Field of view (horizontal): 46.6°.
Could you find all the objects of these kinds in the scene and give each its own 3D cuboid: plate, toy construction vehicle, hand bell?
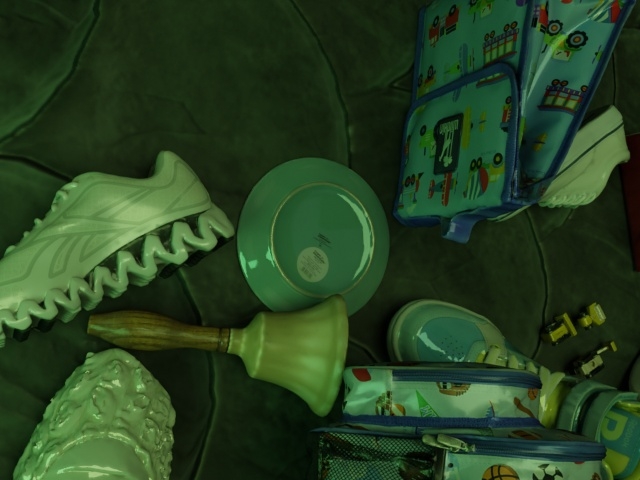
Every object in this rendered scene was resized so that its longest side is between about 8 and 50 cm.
[{"bbox_3d":[0.000,0.000,0.820,0.188,0.024,0.188,2,86,-26],"label":"plate"},{"bbox_3d":[0.338,0.131,0.972,0.098,0.035,0.086,-29,88,-26],"label":"toy construction vehicle"},{"bbox_3d":[-0.106,0.097,0.739,0.242,0.126,0.126,10,83,-12],"label":"hand bell"}]

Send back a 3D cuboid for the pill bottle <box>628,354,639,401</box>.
[{"bbox_3d":[0.561,0.256,0.995,0.283,0.161,0.161,45,70,-16],"label":"pill bottle"}]

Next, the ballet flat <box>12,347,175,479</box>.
[{"bbox_3d":[-0.222,0.298,0.640,0.147,0.147,0.409,26,76,-22],"label":"ballet flat"}]

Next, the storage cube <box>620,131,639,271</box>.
[{"bbox_3d":[0.542,-0.068,0.992,0.215,0.184,0.193,-9,90,-25],"label":"storage cube"}]

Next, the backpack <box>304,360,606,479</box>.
[{"bbox_3d":[0.128,0.218,0.688,0.263,0.276,0.213,8,83,14],"label":"backpack"}]

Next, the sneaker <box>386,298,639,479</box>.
[{"bbox_3d":[0.237,0.167,0.822,0.319,0.208,0.127,34,75,-19],"label":"sneaker"}]

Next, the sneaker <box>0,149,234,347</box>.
[{"bbox_3d":[-0.225,0.009,0.677,0.292,0.110,0.118,-27,91,-32],"label":"sneaker"}]

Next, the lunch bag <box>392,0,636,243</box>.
[{"bbox_3d":[0.183,-0.134,0.805,0.138,0.221,0.293,21,78,-22],"label":"lunch bag"}]

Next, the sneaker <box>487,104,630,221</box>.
[{"bbox_3d":[0.308,-0.080,0.931,0.258,0.094,0.091,-33,97,-24],"label":"sneaker"}]
